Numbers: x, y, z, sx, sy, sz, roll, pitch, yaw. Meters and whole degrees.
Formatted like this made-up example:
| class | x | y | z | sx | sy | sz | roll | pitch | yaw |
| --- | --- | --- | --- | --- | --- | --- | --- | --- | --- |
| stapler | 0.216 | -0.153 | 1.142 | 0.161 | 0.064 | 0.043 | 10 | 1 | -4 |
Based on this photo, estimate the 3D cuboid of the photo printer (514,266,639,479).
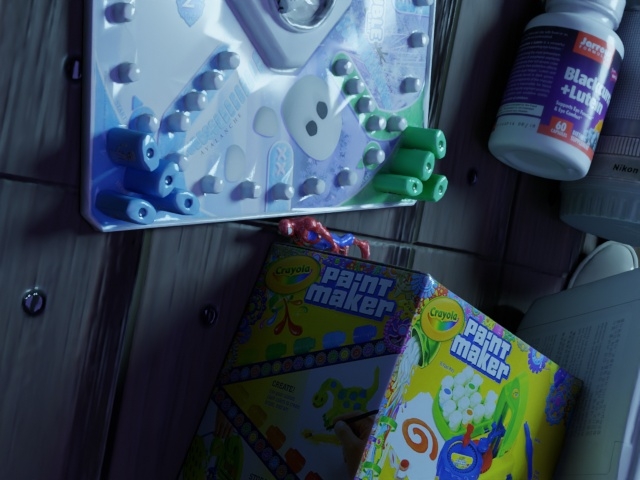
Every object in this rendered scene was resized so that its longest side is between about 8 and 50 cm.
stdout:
| class | x | y | z | sx | sy | sz | roll | pitch | yaw |
| --- | --- | --- | --- | --- | --- | --- | --- | --- | --- |
| photo printer | 0.274 | 0.166 | 1.100 | 0.107 | 0.307 | 0.256 | 24 | 70 | -14 |

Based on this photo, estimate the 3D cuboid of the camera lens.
| class | x | y | z | sx | sy | sz | roll | pitch | yaw |
| --- | --- | --- | --- | --- | --- | --- | --- | --- | --- |
| camera lens | 0.395 | -0.134 | 1.212 | 0.219 | 0.219 | 0.274 | 19 | 85 | -48 |

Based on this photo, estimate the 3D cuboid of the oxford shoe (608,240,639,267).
| class | x | y | z | sx | sy | sz | roll | pitch | yaw |
| --- | --- | --- | --- | --- | --- | --- | --- | --- | --- |
| oxford shoe | 0.416 | -0.044 | 1.348 | 0.082 | 0.096 | 0.227 | 5 | 96 | -50 |

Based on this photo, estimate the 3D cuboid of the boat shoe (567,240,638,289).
| class | x | y | z | sx | sy | sz | roll | pitch | yaw |
| --- | --- | --- | --- | --- | --- | --- | --- | --- | --- |
| boat shoe | 0.325 | 0.097 | 1.315 | 0.065 | 0.075 | 0.206 | 73 | 40 | -69 |

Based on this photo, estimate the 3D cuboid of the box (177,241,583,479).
| class | x | y | z | sx | sy | sz | roll | pitch | yaw |
| --- | --- | --- | --- | --- | --- | --- | --- | --- | --- |
| box | 0.056 | 0.191 | 0.946 | 0.290 | 0.177 | 0.279 | 34 | 74 | -45 |

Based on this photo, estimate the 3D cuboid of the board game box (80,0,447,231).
| class | x | y | z | sx | sy | sz | roll | pitch | yaw |
| --- | --- | --- | --- | --- | --- | --- | --- | --- | --- |
| board game box | -0.013 | -0.210 | 0.877 | 0.390 | 0.050 | 0.390 | -6 | 103 | -46 |

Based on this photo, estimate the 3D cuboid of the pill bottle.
| class | x | y | z | sx | sy | sz | roll | pitch | yaw |
| --- | --- | --- | --- | --- | --- | --- | --- | --- | --- |
| pill bottle | 0.252 | -0.170 | 1.132 | 0.108 | 0.108 | 0.194 | 27 | 78 | -47 |

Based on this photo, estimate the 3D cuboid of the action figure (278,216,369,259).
| class | x | y | z | sx | sy | sz | roll | pitch | yaw |
| --- | --- | --- | --- | --- | --- | --- | --- | --- | --- |
| action figure | 0.000 | 0.000 | 0.942 | 0.115 | 0.038 | 0.030 | 25 | 68 | -51 |
